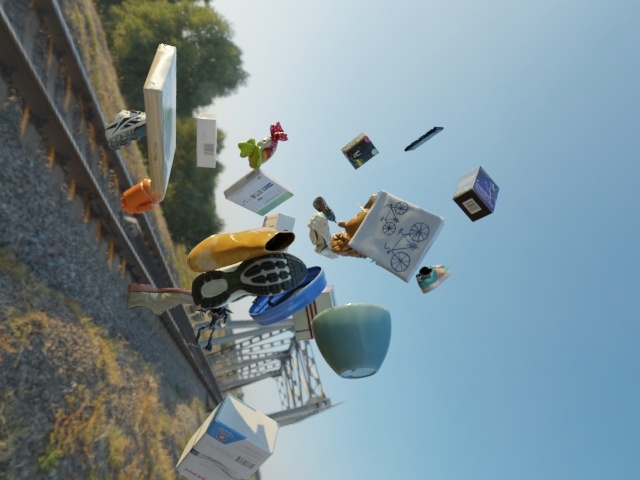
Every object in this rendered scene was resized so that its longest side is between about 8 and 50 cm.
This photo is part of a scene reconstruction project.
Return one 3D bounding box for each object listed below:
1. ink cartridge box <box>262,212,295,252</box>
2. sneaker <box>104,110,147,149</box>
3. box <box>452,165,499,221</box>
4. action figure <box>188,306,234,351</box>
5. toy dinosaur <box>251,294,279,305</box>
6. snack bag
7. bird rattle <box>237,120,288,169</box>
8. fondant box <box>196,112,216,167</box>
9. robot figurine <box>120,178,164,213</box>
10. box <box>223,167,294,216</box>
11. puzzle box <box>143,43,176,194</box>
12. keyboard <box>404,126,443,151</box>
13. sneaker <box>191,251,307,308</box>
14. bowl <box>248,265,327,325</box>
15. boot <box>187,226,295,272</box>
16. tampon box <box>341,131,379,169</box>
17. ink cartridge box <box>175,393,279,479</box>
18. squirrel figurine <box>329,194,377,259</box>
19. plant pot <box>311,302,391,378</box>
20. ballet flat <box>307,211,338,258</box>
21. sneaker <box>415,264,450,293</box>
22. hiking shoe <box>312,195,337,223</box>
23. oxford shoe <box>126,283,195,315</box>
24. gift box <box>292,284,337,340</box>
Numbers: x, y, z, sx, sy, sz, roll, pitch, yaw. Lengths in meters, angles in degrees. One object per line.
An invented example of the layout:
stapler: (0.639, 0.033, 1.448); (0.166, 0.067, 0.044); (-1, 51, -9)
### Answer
ink cartridge box: (-0.194, -0.005, 1.675); (0.148, 0.086, 0.202); (-7, -113, 57)
sneaker: (-0.859, -0.557, 1.861); (0.122, 0.331, 0.146); (52, 15, -86)
box: (0.698, -0.210, 1.793); (0.153, 0.207, 0.108); (44, -42, -12)
action figure: (-0.530, 0.397, 1.960); (0.141, 0.164, 0.275); (115, -6, -72)
toy dinosaur: (-0.252, 0.246, 1.831); (0.064, 0.268, 0.118); (53, 30, -34)
snack bag: (0.327, -0.026, 1.787); (0.343, 0.322, 0.037); (30, -2, 27)
bird rattle: (-0.267, -0.437, 1.879); (0.143, 0.253, 0.207); (40, -26, 4)
fondant box: (-0.591, -0.528, 2.085); (0.330, 0.096, 0.238); (-124, -142, -64)
robot figurine: (-0.847, -0.211, 1.923); (0.128, 0.220, 0.158); (58, 6, -23)
box: (-0.316, -0.247, 2.098); (0.322, 0.232, 0.058); (29, 34, -58)
puzzle box: (-0.524, -0.391, 1.327); (0.408, 0.052, 0.271); (112, -21, -46)
keyboard: (0.451, -0.451, 1.779); (0.180, 0.108, 0.023); (-33, -98, 45)
sneaker: (-0.237, 0.134, 1.417); (0.182, 0.411, 0.157); (24, 55, -76)
bowl: (-0.142, 0.250, 1.819); (0.077, 0.391, 0.391); (60, -13, -10)
boot: (-0.240, 0.022, 1.236); (0.211, 0.295, 0.104); (1, -69, 48)
tampon box: (0.216, -0.492, 2.199); (0.120, 0.161, 0.101); (47, 14, -27)
ink cartridge box: (-0.322, 0.718, 1.395); (0.307, 0.223, 0.129); (-52, -171, 23)
squirrel figurine: (0.231, -0.033, 2.112); (0.281, 0.370, 0.397); (45, -62, 14)
plant pot: (0.120, 0.372, 1.410); (0.290, 0.291, 0.195); (103, -16, -55)
ballet flat: (0.000, 0.000, 2.428); (0.147, 0.147, 0.408); (-117, -175, -45)
sneaker: (0.621, 0.179, 2.208); (0.108, 0.302, 0.121); (-31, -92, 41)
hiking shoe: (0.026, -0.183, 2.464); (0.114, 0.086, 0.226); (51, 6, -43)
oxford shoe: (-0.706, 0.282, 1.839); (0.123, 0.349, 0.130); (125, -30, -71)
gift box: (-0.008, 0.390, 2.132); (0.276, 0.255, 0.257); (-13, 93, -77)
